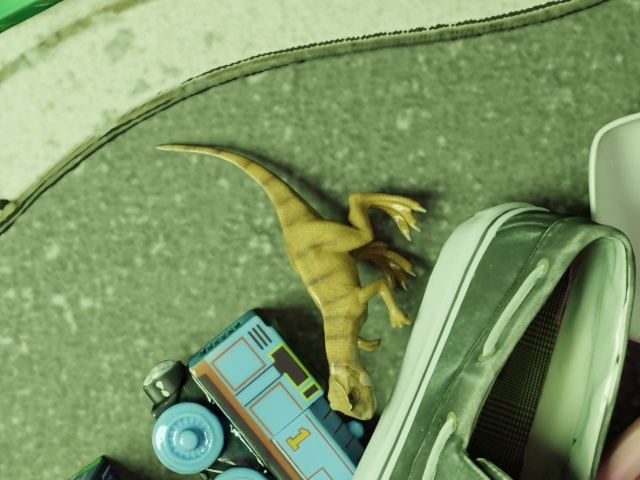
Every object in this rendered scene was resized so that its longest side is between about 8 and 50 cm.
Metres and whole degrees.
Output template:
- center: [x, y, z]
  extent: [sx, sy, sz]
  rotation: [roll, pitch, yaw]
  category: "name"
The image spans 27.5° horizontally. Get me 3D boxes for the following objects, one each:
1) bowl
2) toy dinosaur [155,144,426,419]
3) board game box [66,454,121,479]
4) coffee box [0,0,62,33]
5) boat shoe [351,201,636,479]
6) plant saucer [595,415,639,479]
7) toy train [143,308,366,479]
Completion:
- center: [0.230, -0.013, 0.788]
  extent: [0.142, 0.053, 0.142]
  rotation: [-8, 95, 0]
  category: "bowl"
- center: [0.000, 0.000, 0.775]
  extent: [0.112, 0.064, 0.212]
  rotation: [-12, 61, -32]
  category: "toy dinosaur"
- center: [-0.111, 0.207, 0.733]
  extent: [0.035, 0.201, 0.136]
  rotation: [-35, 93, 3]
  category: "board game box"
- center: [-0.158, -0.194, 0.737]
  extent: [0.184, 0.040, 0.113]
  rotation: [-20, 95, 33]
  category: "coffee box"
- center: [0.090, 0.137, 0.728]
  extent: [0.121, 0.119, 0.335]
  rotation: [15, 83, -25]
  category: "boat shoe"
- center: [0.292, 0.228, 0.794]
  extent: [0.332, 0.084, 0.332]
  rotation: [0, 95, -1]
  category: "plant saucer"
- center: [-0.024, 0.132, 0.790]
  extent: [0.105, 0.080, 0.184]
  rotation: [-39, 94, -3]
  category: "toy train"
